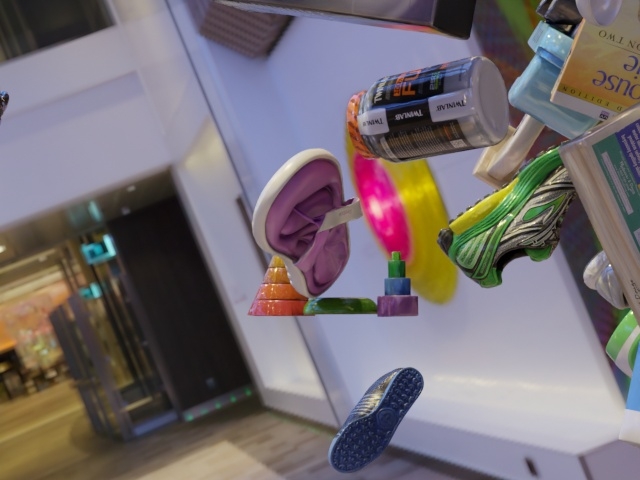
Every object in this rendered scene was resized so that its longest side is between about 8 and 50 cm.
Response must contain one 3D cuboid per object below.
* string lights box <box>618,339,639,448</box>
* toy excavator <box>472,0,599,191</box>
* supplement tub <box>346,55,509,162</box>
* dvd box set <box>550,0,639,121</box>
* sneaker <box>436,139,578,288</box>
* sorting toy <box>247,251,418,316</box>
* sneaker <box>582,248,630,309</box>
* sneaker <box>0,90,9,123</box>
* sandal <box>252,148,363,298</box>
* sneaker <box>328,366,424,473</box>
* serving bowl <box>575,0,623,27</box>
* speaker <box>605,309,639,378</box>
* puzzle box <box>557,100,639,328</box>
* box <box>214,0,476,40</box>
[{"bbox_3d":[0.409,0.109,1.159,0.077,0.259,0.133,7,-14,37],"label":"string lights box"},{"bbox_3d":[0.430,-0.269,1.988,0.445,0.222,0.433,-58,2,15],"label":"toy excavator"},{"bbox_3d":[0.137,-0.165,1.371,0.190,0.117,0.117,-9,7,31],"label":"supplement tub"},{"bbox_3d":[0.557,-0.344,1.553,0.062,0.308,0.420,-59,-11,-59],"label":"dvd box set"},{"bbox_3d":[0.375,-0.046,1.791,0.343,0.146,0.134,-38,-20,8],"label":"sneaker"},{"bbox_3d":[0.017,0.067,1.791,0.127,0.126,0.366,4,-6,-44],"label":"sorting toy"},{"bbox_3d":[0.610,0.018,1.958,0.099,0.121,0.262,9,-56,-42],"label":"sneaker"},{"bbox_3d":[-0.455,-0.140,1.368,0.087,0.130,0.227,17,-19,-19],"label":"sneaker"},{"bbox_3d":[0.009,-0.013,1.571,0.169,0.102,0.416,-55,-18,-9],"label":"sandal"},{"bbox_3d":[0.091,0.319,1.874,0.232,0.081,0.090,-45,4,-21],"label":"sneaker"},{"bbox_3d":[0.280,-0.259,1.075,0.027,0.083,0.083,12,23,39],"label":"serving bowl"},{"bbox_3d":[0.563,0.207,1.520,0.131,0.296,0.131,-39,-28,-25],"label":"speaker"},{"bbox_3d":[0.483,0.009,1.328,0.272,0.408,0.052,-28,6,-28],"label":"puzzle box"},{"bbox_3d":[0.037,-0.400,1.209,0.294,0.296,0.183,11,9,18],"label":"box"}]
